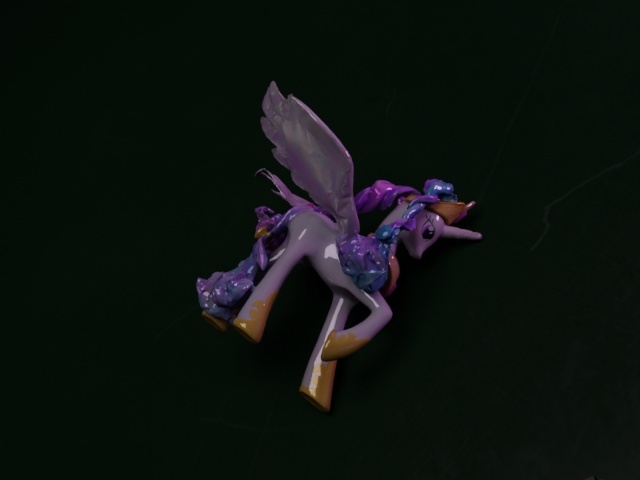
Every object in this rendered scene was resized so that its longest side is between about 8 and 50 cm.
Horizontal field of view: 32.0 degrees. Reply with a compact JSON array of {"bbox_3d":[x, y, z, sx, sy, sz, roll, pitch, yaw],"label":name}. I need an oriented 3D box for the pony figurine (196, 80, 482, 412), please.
[{"bbox_3d":[0.000,0.000,1.561,0.351,0.303,0.363,36,73,13],"label":"pony figurine"}]

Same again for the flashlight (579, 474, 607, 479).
[{"bbox_3d":[0.392,0.256,1.170,0.304,0.103,0.103,-20,45,18],"label":"flashlight"}]
